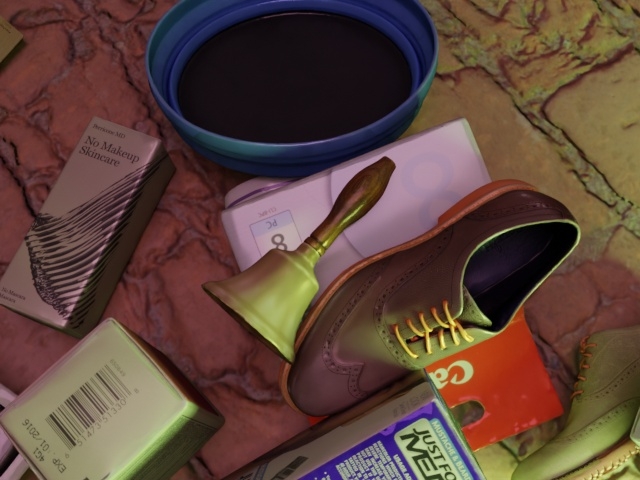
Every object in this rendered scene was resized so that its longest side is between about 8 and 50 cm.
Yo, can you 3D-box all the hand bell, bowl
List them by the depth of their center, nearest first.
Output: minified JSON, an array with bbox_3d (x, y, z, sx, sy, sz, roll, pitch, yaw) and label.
[{"bbox_3d":[0.000,0.000,0.725,0.126,0.126,0.242,38,78,13],"label":"hand bell"},{"bbox_3d":[-0.038,-0.242,0.926,0.390,0.077,0.391,-1,53,2],"label":"bowl"}]

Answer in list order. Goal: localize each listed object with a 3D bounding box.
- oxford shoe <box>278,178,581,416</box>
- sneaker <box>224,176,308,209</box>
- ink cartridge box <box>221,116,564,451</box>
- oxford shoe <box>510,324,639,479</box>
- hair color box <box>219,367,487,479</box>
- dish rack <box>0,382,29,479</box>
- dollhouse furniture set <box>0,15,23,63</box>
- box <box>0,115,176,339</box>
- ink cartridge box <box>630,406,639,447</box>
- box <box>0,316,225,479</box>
[{"bbox_3d":[0.104,0.069,0.706,0.363,0.133,0.130,-41,105,4],"label":"oxford shoe"},{"bbox_3d":[0.015,-0.010,0.888,0.281,0.102,0.161,-4,74,-1],"label":"sneaker"},{"bbox_3d":[0.093,0.089,0.803,0.308,0.091,0.385,-22,87,-2],"label":"ink cartridge box"},{"bbox_3d":[0.342,0.185,0.812,0.348,0.123,0.130,-31,69,-20],"label":"oxford shoe"},{"bbox_3d":[-0.008,0.268,0.704,0.338,0.185,0.110,-30,88,3],"label":"hair color box"},{"bbox_3d":[-0.529,0.241,0.796,0.332,0.072,0.286,37,76,-1],"label":"dish rack"},{"bbox_3d":[-0.555,-0.323,1.040,0.151,0.123,0.144,40,73,-23],"label":"dollhouse furniture set"},{"bbox_3d":[-0.305,-0.017,0.895,0.113,0.094,0.275,19,73,7],"label":"box"},{"bbox_3d":[0.475,0.230,0.669,0.211,0.289,0.122,10,66,51],"label":"ink cartridge box"},{"bbox_3d":[-0.215,0.199,0.747,0.148,0.232,0.127,-43,75,-13],"label":"box"}]
